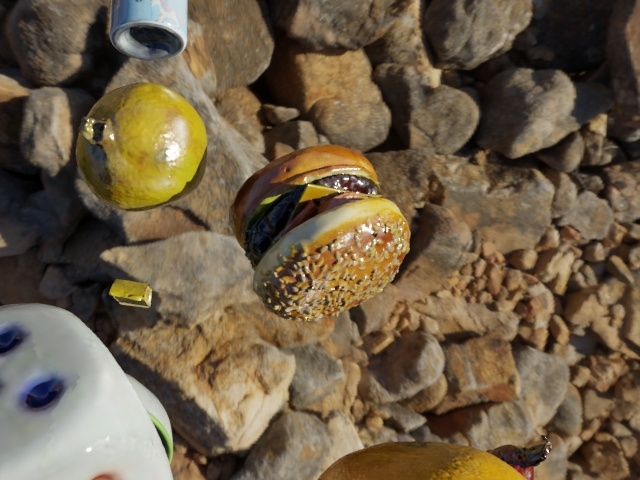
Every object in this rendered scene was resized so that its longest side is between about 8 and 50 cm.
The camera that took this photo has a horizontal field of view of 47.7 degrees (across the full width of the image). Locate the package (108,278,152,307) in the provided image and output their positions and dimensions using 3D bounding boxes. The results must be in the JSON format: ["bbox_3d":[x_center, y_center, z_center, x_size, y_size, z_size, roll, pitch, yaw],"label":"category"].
[{"bbox_3d":[-0.396,0.108,1.518,0.071,0.131,0.047,10,76,-2],"label":"package"}]

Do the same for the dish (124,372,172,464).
[{"bbox_3d":[-0.398,0.287,1.198,0.324,0.124,0.324,0,131,0],"label":"dish"}]

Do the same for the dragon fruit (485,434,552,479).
[{"bbox_3d":[0.428,0.496,1.575,0.125,0.125,0.246,36,135,5],"label":"dragon fruit"}]

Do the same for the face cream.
[{"bbox_3d":[-0.170,-0.299,0.725,0.075,0.075,0.229,0,75,-8],"label":"face cream"}]

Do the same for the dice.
[{"bbox_3d":[-0.245,0.182,0.589,0.192,0.194,0.193,-33,139,-29],"label":"dice"}]

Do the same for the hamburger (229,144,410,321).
[{"bbox_3d":[0.000,0.000,1.173,0.291,0.291,0.225,-27,63,-3],"label":"hamburger"}]

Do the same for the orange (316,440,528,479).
[{"bbox_3d":[0.097,0.306,0.673,0.261,0.261,0.261,-1,99,-8],"label":"orange"}]

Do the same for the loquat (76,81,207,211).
[{"bbox_3d":[-0.294,-0.149,1.154,0.213,0.246,0.213,-3,83,22],"label":"loquat"}]
